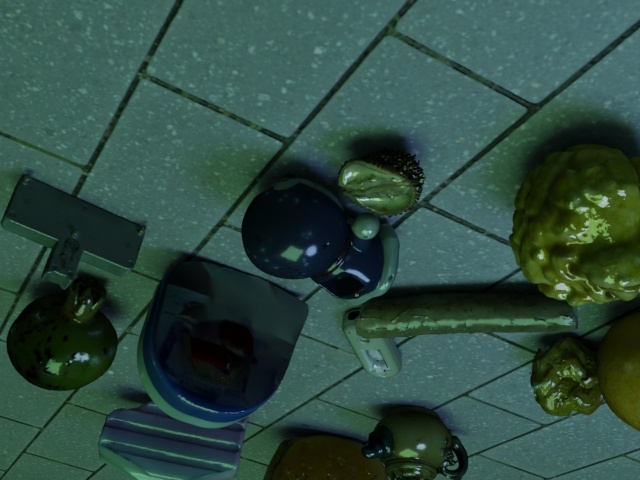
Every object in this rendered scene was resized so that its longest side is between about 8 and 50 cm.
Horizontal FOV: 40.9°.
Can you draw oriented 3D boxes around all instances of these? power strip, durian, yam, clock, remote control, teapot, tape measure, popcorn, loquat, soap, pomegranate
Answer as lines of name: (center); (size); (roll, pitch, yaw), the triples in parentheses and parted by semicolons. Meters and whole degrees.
power strip: (-0.393, 0.001, 1.355); (0.215, 0.145, 0.061); (24, 145, -23)
durian: (0.094, -0.091, 1.165); (0.140, 0.071, 0.110); (-7, 141, 45)
yam: (0.239, 0.124, 1.444); (0.371, 0.083, 0.083); (-4, 144, 17)
clock: (0.000, 0.000, 1.266); (0.243, 0.147, 0.199); (26, 148, -36)
remote control: (0.099, 0.200, 1.622); (0.078, 0.042, 0.221); (-3, 145, 19)
teapot: (0.209, 0.472, 1.875); (0.269, 0.183, 0.173); (22, 144, -20)
tape measure: (-0.183, 0.191, 1.503); (0.259, 0.262, 0.138); (21, 155, -16)
popcorn: (0.347, -0.010, 1.110); (0.200, 0.203, 0.226); (22, 128, -36)
loquat: (0.547, 0.213, 1.394); (0.208, 0.208, 0.208); (6, 146, 4)
soap: (-0.344, 0.473, 2.002); (0.323, 0.193, 0.109); (12, 146, -4)
pomegranate: (-0.477, 0.173, 1.621); (0.202, 0.202, 0.248); (21, 115, -17)

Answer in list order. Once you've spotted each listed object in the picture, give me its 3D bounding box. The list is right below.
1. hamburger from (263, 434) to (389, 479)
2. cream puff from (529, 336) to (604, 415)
hamburger: (0.009, 0.610, 2.040); (0.304, 0.284, 0.174); (11, 160, -10)
cream puff: (0.455, 0.245, 1.532); (0.156, 0.121, 0.156); (7, 140, 6)
